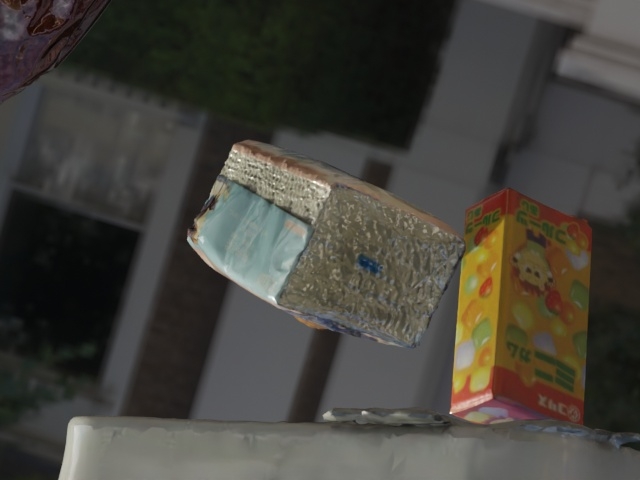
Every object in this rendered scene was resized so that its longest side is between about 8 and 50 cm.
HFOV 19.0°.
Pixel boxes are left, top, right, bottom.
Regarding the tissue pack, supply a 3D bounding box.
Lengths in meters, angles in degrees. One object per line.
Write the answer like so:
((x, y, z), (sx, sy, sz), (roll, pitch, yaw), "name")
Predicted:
((0.000, 0.000, 0.762), (0.074, 0.059, 0.094), (22, -178, -30), "tissue pack")

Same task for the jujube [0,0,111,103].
((-0.198, -0.180, 1.082), (0.183, 0.243, 0.183), (42, -165, -14), "jujube")

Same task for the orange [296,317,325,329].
((0.006, 0.010, 1.078), (0.083, 0.070, 0.083), (54, -167, -18), "orange")

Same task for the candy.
((0.105, 0.039, 0.993), (0.062, 0.122, 0.038), (23, 149, -31), "candy")

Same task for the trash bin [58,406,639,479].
((0.032, 0.242, 0.584), (0.256, 0.368, 0.296), (-3, 168, 35), "trash bin")
